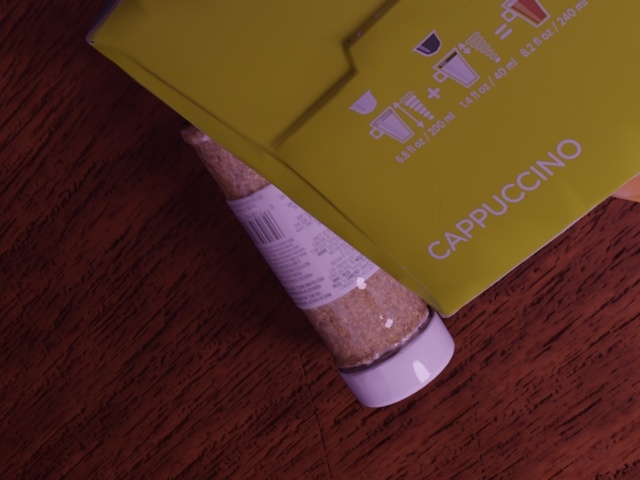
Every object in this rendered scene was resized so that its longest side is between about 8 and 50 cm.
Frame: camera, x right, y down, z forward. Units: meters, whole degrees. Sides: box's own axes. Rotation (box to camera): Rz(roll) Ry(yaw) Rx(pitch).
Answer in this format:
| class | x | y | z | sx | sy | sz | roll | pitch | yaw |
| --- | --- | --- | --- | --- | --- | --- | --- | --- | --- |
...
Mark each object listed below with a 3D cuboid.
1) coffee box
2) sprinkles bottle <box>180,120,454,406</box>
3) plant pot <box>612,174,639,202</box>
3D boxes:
| class | x | y | z | sx | sy | sz | roll | pitch | yaw |
| --- | --- | --- | --- | --- | --- | --- | --- | --- | --- |
| coffee box | 0.098 | -0.219 | 1.026 | 0.338 | 0.334 | 0.337 | 38 | 125 | -17 |
| sprinkles bottle | 0.000 | 0.000 | 1.466 | 0.121 | 0.121 | 0.355 | -25 | 107 | 28 |
| plant pot | 0.289 | -0.144 | 1.264 | 0.205 | 0.205 | 0.188 | 13 | 104 | 11 |
